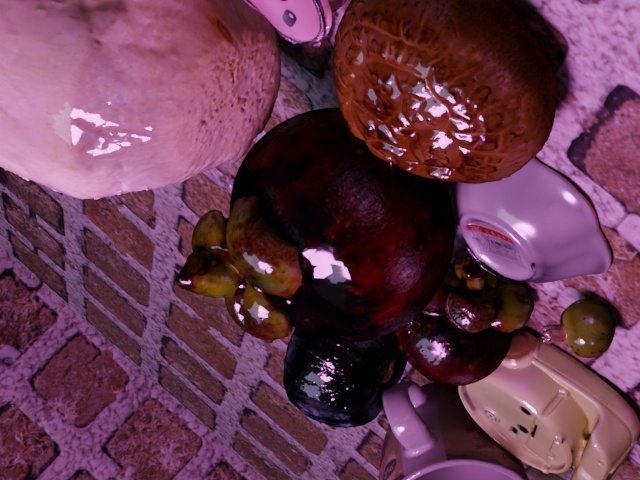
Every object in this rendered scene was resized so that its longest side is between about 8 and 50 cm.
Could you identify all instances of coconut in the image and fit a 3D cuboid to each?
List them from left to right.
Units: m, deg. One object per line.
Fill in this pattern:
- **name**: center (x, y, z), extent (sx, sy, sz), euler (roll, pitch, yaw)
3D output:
- **coconut**: center (-0.262, -0.237, 1.776), extent (0.415, 0.344, 0.415), euler (17, -164, -5)

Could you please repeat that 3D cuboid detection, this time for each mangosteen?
- **mangosteen**: center (0.009, -0.012, 1.772), extent (0.311, 0.311, 0.311), euler (37, 159, 17)
- **mangosteen**: center (0.185, 0.104, 1.924), extent (0.184, 0.172, 0.172), euler (-19, 119, 40)

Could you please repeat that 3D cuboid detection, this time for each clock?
- **clock**: center (0.288, 0.222, 2.050), extent (0.308, 0.096, 0.235), euler (37, 160, 18)

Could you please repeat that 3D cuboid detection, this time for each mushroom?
- **mushroom**: center (0.126, -0.162, 1.524), extent (0.253, 0.153, 0.253), euler (28, 148, 19)

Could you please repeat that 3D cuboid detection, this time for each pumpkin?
- **pumpkin**: center (0.040, 0.168, 2.213), extent (0.163, 0.233, 0.233), euler (23, 154, 20)

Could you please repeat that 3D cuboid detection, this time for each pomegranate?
- **pomegranate**: center (0.316, 0.112, 1.793), extent (0.073, 0.084, 0.073), euler (48, 166, 16)

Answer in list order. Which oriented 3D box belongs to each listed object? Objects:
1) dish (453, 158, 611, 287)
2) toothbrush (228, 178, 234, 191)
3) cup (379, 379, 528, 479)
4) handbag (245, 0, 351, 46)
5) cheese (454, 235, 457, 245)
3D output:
- **dish**: center (0.224, -0.013, 1.724), extent (0.229, 0.081, 0.229), euler (37, 159, 17)
- **toothbrush**: center (-0.079, 0.001, 2.400), extent (0.025, 0.019, 0.275), euler (11, 143, 42)
- **cup**: center (0.167, 0.312, 2.204), extent (0.301, 0.227, 0.257), euler (57, -169, -30)
- **handbag**: center (-0.036, -0.318, 1.547), extent (0.205, 0.116, 0.179), euler (42, 161, 2)
- **cheese**: center (0.089, -0.012, 1.985), extent (0.163, 0.082, 0.286), euler (48, 156, -17)
